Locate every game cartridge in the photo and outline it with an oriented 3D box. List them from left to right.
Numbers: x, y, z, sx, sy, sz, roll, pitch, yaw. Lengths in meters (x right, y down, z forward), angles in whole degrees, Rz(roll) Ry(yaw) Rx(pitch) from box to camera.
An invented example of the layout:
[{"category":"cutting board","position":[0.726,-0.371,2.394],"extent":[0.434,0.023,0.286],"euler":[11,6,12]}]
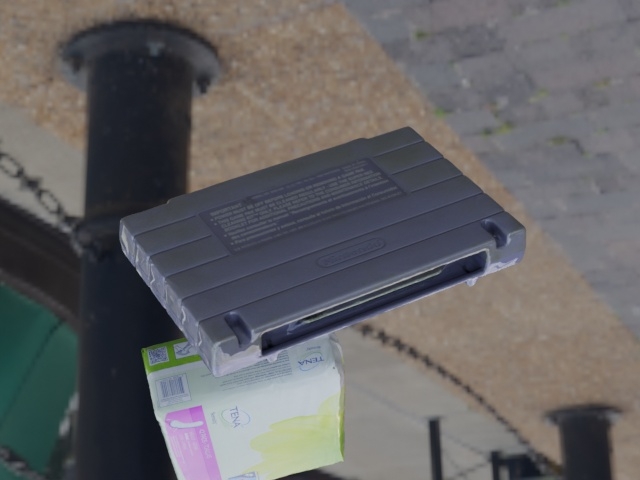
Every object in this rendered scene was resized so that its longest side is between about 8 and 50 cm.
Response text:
[{"category":"game cartridge","position":[0.000,0.000,1.336],"extent":[0.355,0.230,0.068],"euler":[-19,128,-23]}]

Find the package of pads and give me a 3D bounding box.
[{"category":"package of pads","position":[-0.081,0.207,1.619],"extent":[0.229,0.101,0.296],"euler":[-14,149,-5]}]
